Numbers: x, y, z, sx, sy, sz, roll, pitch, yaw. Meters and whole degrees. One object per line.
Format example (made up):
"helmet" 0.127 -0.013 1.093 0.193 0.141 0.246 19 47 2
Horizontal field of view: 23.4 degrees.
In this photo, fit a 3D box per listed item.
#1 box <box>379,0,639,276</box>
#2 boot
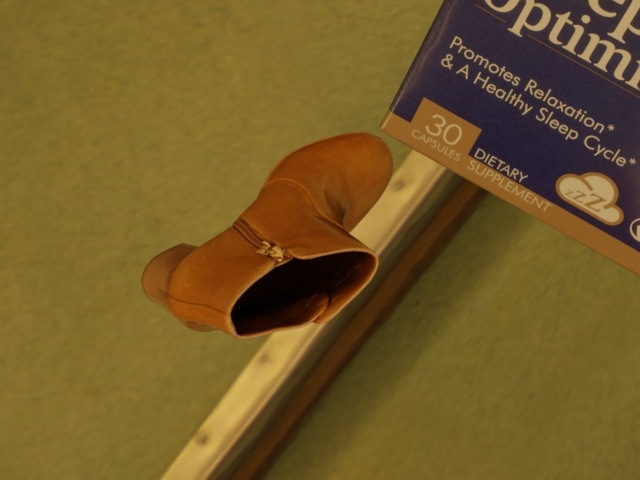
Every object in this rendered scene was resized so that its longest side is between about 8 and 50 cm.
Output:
"box" 0.126 -0.098 0.614 0.136 0.036 0.225 30 130 4
"boot" -0.001 -0.001 1.356 0.211 0.295 0.104 13 130 57
